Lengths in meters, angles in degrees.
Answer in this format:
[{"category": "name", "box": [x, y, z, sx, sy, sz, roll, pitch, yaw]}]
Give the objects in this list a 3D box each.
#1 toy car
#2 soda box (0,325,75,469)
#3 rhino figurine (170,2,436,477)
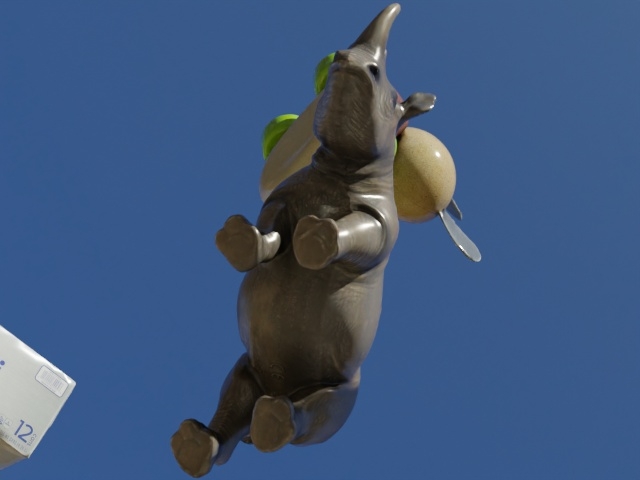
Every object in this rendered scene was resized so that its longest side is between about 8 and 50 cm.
[{"category": "toy car", "box": [0.056, -0.047, 1.130, 0.188, 0.155, 0.149, 33, -69, -23]}, {"category": "soda box", "box": [-0.371, 0.090, 1.184, 0.286, 0.091, 0.098, 40, -36, -16]}, {"category": "rhino figurine", "box": [0.000, 0.000, 0.648, 0.073, 0.106, 0.243, 20, -78, 22]}]
